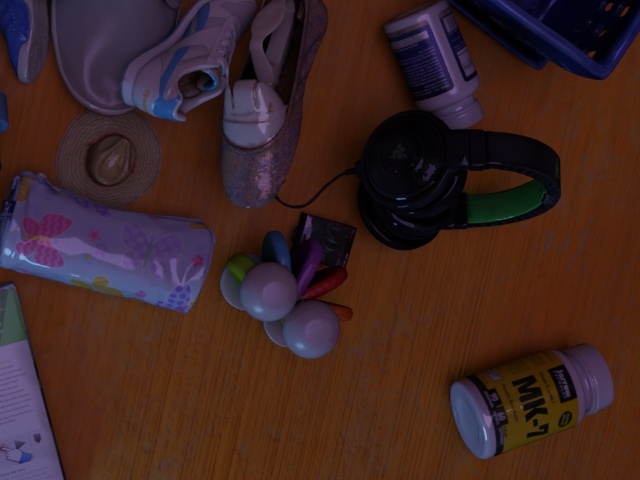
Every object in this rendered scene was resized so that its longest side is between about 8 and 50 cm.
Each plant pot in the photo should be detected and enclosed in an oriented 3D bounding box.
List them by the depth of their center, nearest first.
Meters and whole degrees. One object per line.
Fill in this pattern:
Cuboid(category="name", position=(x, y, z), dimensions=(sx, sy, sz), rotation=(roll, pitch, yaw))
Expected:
Cuboid(category="plant pot", position=(0.304, -0.364, 1.680), dimensions=(0.236, 0.212, 0.236), rotation=(33, 86, -18))

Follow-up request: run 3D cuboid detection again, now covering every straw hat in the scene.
Cuboid(category="straw hat", position=(-0.266, -0.102, 1.616), dimensions=(0.145, 0.061, 0.144), rotation=(-2, 97, -16))

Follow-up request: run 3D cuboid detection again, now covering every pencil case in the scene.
Cuboid(category="pencil case", position=(-0.273, 0.004, 1.601), dimensions=(0.273, 0.113, 0.124), rotation=(17, 67, -18))

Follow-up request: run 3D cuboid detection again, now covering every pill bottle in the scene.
Cuboid(category="pill bottle", position=(0.158, -0.232, 1.713), dimensions=(0.094, 0.094, 0.169), rotation=(-27, 103, -12))
Cuboid(category="pill bottle", position=(0.301, 0.223, 1.800), dimensions=(0.209, 0.119, 0.119), rotation=(-18, 101, -15))

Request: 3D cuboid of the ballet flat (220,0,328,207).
Cuboid(category="ballet flat", position=(-0.073, -0.197, 1.595), dimensions=(0.108, 0.106, 0.315), rotation=(3, 66, 20))

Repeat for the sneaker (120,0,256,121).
Cuboid(category="sneaker", position=(-0.146, -0.231, 1.591), dimensions=(0.092, 0.087, 0.228), rotation=(27, 59, 23))

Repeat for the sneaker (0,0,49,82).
Cuboid(category="sneaker", position=(-0.385, -0.273, 1.565), dimensions=(0.085, 0.058, 0.152), rotation=(15, 122, 13))

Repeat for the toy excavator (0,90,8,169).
Cuboid(category="toy excavator", position=(-0.587, -0.229, 1.451), dimensions=(0.433, 0.222, 0.445), rotation=(-3, 84, -16))

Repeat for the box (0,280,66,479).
Cuboid(category="box", position=(-0.461, 0.233, 1.601), dimensions=(0.232, 0.058, 0.321), rotation=(-14, 102, -15))

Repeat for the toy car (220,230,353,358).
Cuboid(category="toy car", position=(-0.034, 0.062, 1.656), dimensions=(0.182, 0.159, 0.136), rotation=(42, 82, -17))

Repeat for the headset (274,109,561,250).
Cuboid(category="headset", position=(0.115, -0.102, 1.663), dimensions=(0.394, 0.243, 0.185), rotation=(0, 72, 0))

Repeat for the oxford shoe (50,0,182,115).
Cuboid(category="oxford shoe", position=(-0.226, -0.375, 1.562), dimensions=(0.169, 0.130, 0.449), rotation=(14, 95, -23))

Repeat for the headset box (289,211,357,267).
Cuboid(category="headset box", position=(0.000, 0.000, 1.725), dimensions=(0.083, 0.032, 0.062), rotation=(16, 92, -20))
